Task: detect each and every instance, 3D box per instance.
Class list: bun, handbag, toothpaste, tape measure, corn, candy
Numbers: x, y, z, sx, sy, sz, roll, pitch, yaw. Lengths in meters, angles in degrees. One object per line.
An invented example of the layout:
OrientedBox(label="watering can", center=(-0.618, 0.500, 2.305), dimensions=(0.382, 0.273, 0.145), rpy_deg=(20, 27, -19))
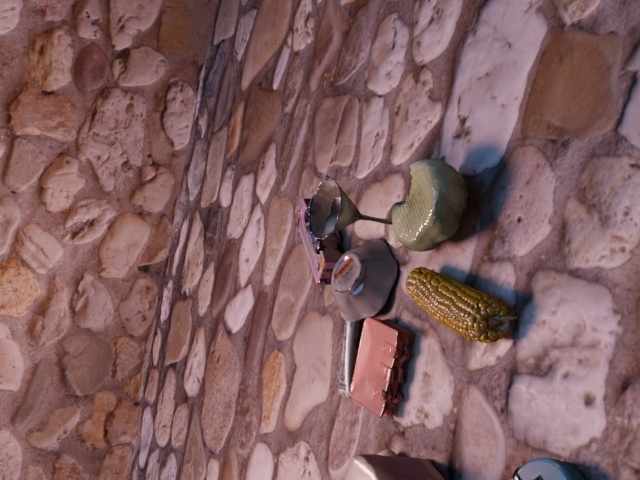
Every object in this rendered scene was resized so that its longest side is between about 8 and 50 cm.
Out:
OrientedBox(label="bun", center=(0.250, -0.078, 1.491), dimensions=(0.212, 0.127, 0.203), rpy_deg=(136, 136, -56))
OrientedBox(label="handbag", center=(0.146, 0.302, 1.612), dimensions=(0.157, 0.059, 0.212), rpy_deg=(18, 97, 62))
OrientedBox(label="toothpaste", center=(0.076, 0.290, 1.760), dimensions=(0.062, 0.039, 0.239), rpy_deg=(-6, 76, 61))
OrientedBox(label="tape measure", center=(0.387, 0.433, 1.123), dimensions=(0.125, 0.081, 0.146), rpy_deg=(-53, 37, 21))
OrientedBox(label="corn", center=(0.278, 0.134, 1.396), dimensions=(0.310, 0.101, 0.101), rpy_deg=(25, 102, 58))
OrientedBox(label="candy", center=(0.125, 0.622, 1.386), dimensions=(0.145, 0.208, 0.358), rpy_deg=(39, 113, 57))

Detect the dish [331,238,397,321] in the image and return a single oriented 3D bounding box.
OrientedBox(label="dish", center=(0.089, 0.092, 1.720), dimensions=(0.229, 0.081, 0.229), rpy_deg=(-29, 50, 41))

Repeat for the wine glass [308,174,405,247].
OrientedBox(label="wine glass", center=(0.104, -0.058, 1.634), dimensions=(0.156, 0.232, 0.156), rpy_deg=(-25, 61, 56))

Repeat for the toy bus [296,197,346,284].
OrientedBox(label="toy bus", center=(0.001, 0.000, 1.944), dimensions=(0.274, 0.090, 0.112), rpy_deg=(-109, 32, -44))

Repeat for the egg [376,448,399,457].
OrientedBox(label="egg", center=(0.153, 0.516, 1.515), dimensions=(0.083, 0.071, 0.071), rpy_deg=(56, 130, 33))
